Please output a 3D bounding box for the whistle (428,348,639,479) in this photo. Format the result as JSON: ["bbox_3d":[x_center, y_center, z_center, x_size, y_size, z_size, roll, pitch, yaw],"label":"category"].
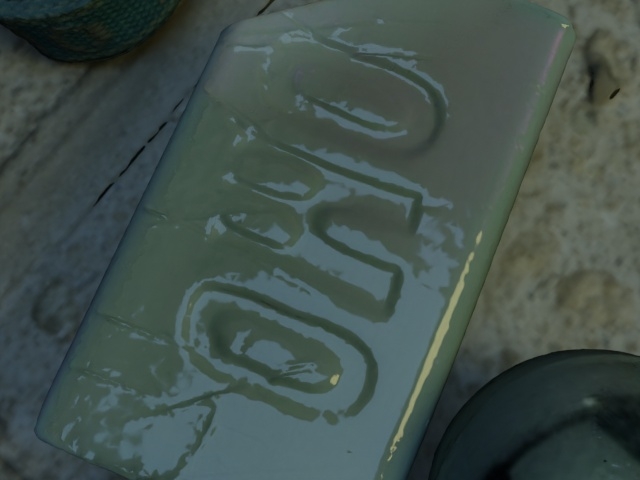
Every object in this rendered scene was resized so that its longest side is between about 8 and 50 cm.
[{"bbox_3d":[0.154,0.112,0.421,0.290,0.163,0.163,-21,75,-3],"label":"whistle"}]

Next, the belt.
[{"bbox_3d":[-0.149,-0.188,0.556,0.148,0.082,0.163,-6,78,13],"label":"belt"}]

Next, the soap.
[{"bbox_3d":[0.000,0.000,0.488,0.173,0.095,0.289,22,78,8],"label":"soap"}]
